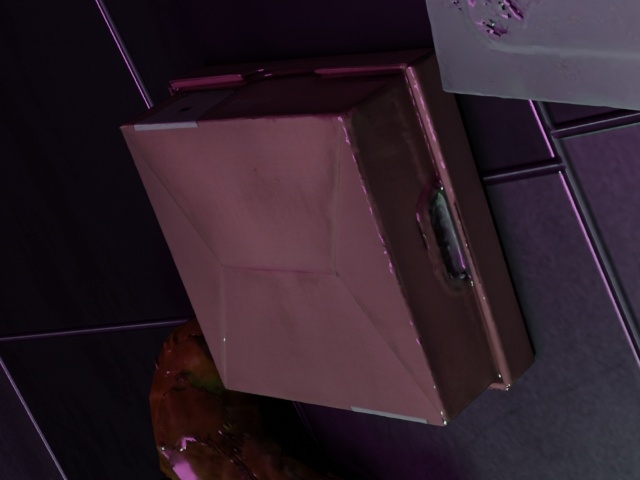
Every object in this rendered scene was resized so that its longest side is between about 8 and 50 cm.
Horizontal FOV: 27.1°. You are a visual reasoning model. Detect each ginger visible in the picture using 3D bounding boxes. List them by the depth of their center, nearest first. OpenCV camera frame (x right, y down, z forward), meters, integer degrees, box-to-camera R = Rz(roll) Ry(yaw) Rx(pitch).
[{"bbox_3d":[-0.021,0.192,0.974,0.309,0.107,0.133,44,118,14],"label":"ginger"}]

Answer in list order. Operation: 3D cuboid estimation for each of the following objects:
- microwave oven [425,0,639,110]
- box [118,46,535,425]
[{"bbox_3d":[0.185,-0.163,0.422,0.295,0.181,0.237,12,127,41],"label":"microwave oven"},{"bbox_3d":[0.000,0.000,0.816,0.215,0.086,0.215,4,121,46],"label":"box"}]
